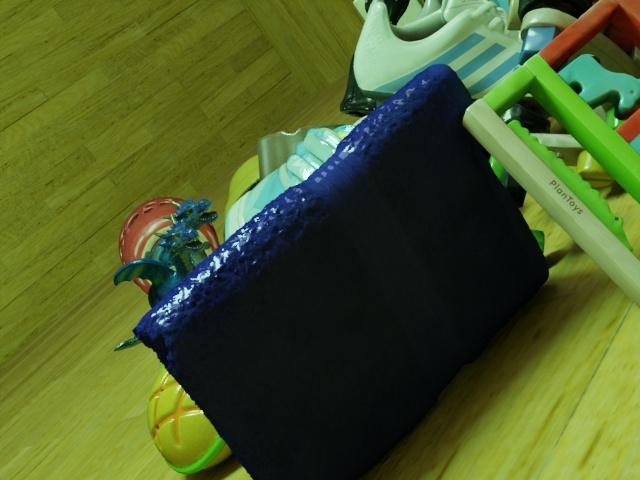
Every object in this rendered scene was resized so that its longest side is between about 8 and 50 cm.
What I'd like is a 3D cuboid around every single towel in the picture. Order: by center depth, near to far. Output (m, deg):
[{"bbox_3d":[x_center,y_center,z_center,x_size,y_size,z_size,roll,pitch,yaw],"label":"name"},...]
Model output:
[{"bbox_3d":[0.028,0.041,0.738,0.308,0.228,0.076,-43,30,-20],"label":"towel"}]

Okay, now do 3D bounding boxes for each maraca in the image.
[{"bbox_3d":[-0.129,0.161,0.994,0.127,0.099,0.186,-52,31,6],"label":"maraca"}]

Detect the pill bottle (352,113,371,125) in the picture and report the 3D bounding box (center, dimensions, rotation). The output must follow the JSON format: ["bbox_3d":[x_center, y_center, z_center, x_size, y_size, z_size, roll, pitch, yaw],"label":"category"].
[{"bbox_3d":[0.112,-0.070,1.084,0.103,0.103,0.184,-41,46,-21],"label":"pill bottle"}]

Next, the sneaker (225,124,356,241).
[{"bbox_3d":[0.000,0.000,0.972,0.208,0.127,0.319,-47,33,25],"label":"sneaker"}]

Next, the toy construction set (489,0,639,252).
[{"bbox_3d":[0.285,-0.155,0.883,0.237,0.257,0.309,9,43,6],"label":"toy construction set"}]

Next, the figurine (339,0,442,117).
[{"bbox_3d":[0.129,-0.272,1.420,0.092,0.209,0.215,7,-1,37],"label":"figurine"}]

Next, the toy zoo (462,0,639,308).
[{"bbox_3d":[0.276,-0.111,0.708,0.293,0.192,0.030,-40,-13,-11],"label":"toy zoo"}]

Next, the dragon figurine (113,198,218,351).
[{"bbox_3d":[-0.187,0.044,1.162,0.289,0.144,0.085,-24,17,49],"label":"dragon figurine"}]

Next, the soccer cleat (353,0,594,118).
[{"bbox_3d":[0.205,-0.221,1.130,0.331,0.143,0.116,-1,21,-7],"label":"soccer cleat"}]

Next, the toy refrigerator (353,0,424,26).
[{"bbox_3d":[0.163,-0.300,1.568,0.094,0.269,0.102,-34,13,16],"label":"toy refrigerator"}]

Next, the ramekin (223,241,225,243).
[{"bbox_3d":[-0.029,-0.008,1.392,0.207,0.109,0.207,-35,11,8],"label":"ramekin"}]

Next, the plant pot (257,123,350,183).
[{"bbox_3d":[-0.007,-0.054,1.211,0.167,0.165,0.167,-8,-1,0],"label":"plant pot"}]

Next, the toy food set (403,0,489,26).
[{"bbox_3d":[0.160,-0.207,1.251,0.128,0.071,0.218,-19,-23,-10],"label":"toy food set"}]

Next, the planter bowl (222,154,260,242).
[{"bbox_3d":[-0.079,-0.077,1.547,0.217,0.090,0.217,-25,-33,-18],"label":"planter bowl"}]

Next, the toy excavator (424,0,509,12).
[{"bbox_3d":[0.441,-0.432,1.546,0.433,0.222,0.445,-39,26,-15],"label":"toy excavator"}]

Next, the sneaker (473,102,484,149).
[{"bbox_3d":[0.234,-0.231,1.414,0.122,0.146,0.330,-28,16,33],"label":"sneaker"}]

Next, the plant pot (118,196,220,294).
[{"bbox_3d":[-0.282,0.018,1.834,0.191,0.191,0.174,-38,15,-7],"label":"plant pot"}]
